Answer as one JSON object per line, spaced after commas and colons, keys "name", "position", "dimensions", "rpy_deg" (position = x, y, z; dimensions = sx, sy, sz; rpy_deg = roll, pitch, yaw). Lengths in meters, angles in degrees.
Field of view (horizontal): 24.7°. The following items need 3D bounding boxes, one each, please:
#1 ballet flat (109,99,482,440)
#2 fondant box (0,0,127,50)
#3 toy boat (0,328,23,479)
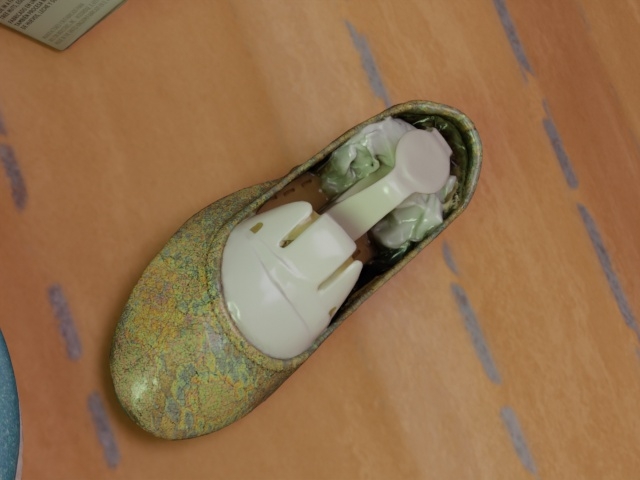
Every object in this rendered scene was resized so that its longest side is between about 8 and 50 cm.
{"name": "ballet flat", "position": [0.000, 0.000, 0.944], "dimensions": [0.123, 0.123, 0.348], "rpy_deg": [56, 44, -6]}
{"name": "fondant box", "position": [-0.254, -0.292, 0.868], "dimensions": [0.330, 0.096, 0.238], "rpy_deg": [24, 54, -34]}
{"name": "toy boat", "position": [-0.262, 0.080, 0.632], "dimensions": [0.318, 0.148, 0.267], "rpy_deg": [-37, 98, -46]}
